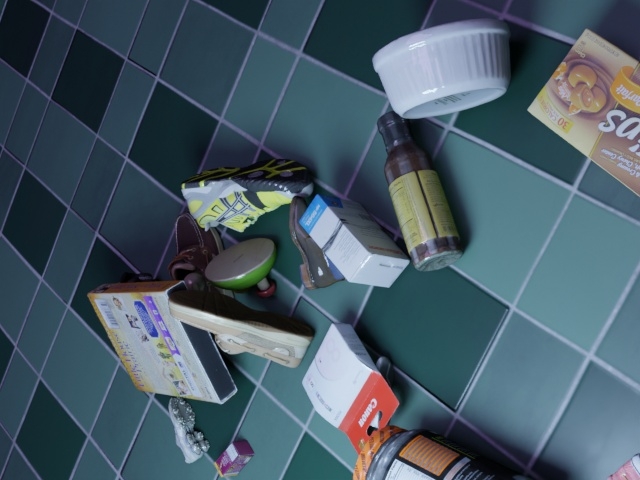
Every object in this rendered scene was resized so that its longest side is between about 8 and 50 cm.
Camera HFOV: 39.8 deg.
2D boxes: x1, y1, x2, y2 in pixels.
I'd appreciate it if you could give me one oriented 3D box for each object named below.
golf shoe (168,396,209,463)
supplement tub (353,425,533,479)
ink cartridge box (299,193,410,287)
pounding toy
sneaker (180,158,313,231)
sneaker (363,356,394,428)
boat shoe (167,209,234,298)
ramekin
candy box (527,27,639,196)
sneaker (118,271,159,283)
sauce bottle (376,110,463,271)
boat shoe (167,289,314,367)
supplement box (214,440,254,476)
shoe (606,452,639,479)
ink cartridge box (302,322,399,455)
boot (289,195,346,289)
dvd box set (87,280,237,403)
[{"bbox_3d":[-0.354,0.485,2.251,0.086,0.069,0.176,-51,53,31],"label":"golf shoe"},{"bbox_3d":[0.237,0.482,1.638,0.338,0.207,0.207,19,96,42],"label":"supplement tub"},{"bbox_3d":[0.073,0.001,1.894,0.086,0.148,0.203,-54,53,21],"label":"ink cartridge box"},{"bbox_3d":[-0.197,0.100,2.126,0.110,0.237,0.183,66,168,-24],"label":"pounding toy"},{"bbox_3d":[-0.167,-0.105,2.156,0.384,0.145,0.147,-1,114,39],"label":"sneaker"},{"bbox_3d":[0.116,0.320,1.872,0.061,0.053,0.152,5,87,44],"label":"sneaker"},{"bbox_3d":[-0.320,0.067,2.244,0.123,0.123,0.342,-33,63,33],"label":"boat shoe"},{"bbox_3d":[0.247,-0.328,1.728,0.273,0.273,0.127,-15,86,39],"label":"ramekin"},{"bbox_3d":[0.542,-0.214,1.557,0.316,0.087,0.183,47,114,35],"label":"candy box"},{"bbox_3d":[-0.467,0.163,2.375,0.276,0.097,0.135,23,101,42],"label":"sneaker"},{"bbox_3d":[0.198,-0.109,1.830,0.111,0.111,0.344,-29,64,34],"label":"sauce bottle"},{"bbox_3d":[-0.188,0.207,1.988,0.122,0.341,0.110,-104,35,-68],"label":"boat shoe"},{"bbox_3d":[-0.207,0.525,2.121,0.083,0.055,0.043,-52,54,22],"label":"supplement box"},{"bbox_3d":[0.552,0.450,1.467,0.081,0.063,0.178,-48,51,27],"label":"shoe"},{"bbox_3d":[0.056,0.320,1.876,0.189,0.066,0.232,-64,36,30],"label":"ink cartridge box"},{"bbox_3d":[0.000,0.000,1.997,0.106,0.082,0.219,-8,99,30],"label":"boot"},{"bbox_3d":[-0.400,0.247,2.185,0.420,0.062,0.308,-6,112,51],"label":"dvd box set"}]
